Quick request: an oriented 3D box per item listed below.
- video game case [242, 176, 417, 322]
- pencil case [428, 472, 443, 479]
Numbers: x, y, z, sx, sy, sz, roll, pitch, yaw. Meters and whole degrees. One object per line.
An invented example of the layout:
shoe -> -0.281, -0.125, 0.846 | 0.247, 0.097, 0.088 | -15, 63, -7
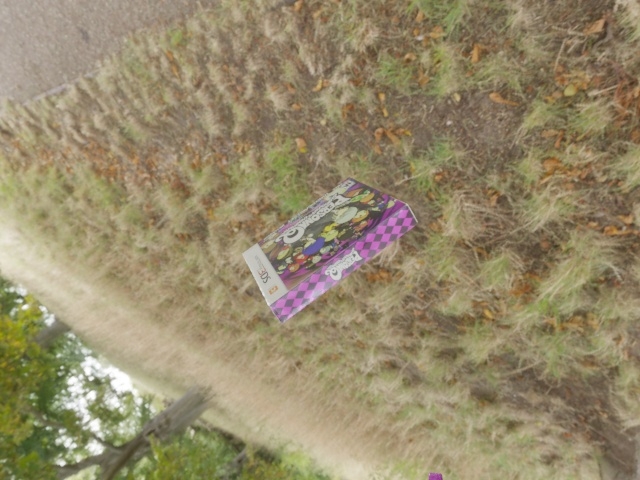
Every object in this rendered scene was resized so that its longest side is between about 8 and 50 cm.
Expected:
video game case -> 0.000, 0.000, 0.701 | 0.042, 0.232, 0.210 | 57, 175, -26
pencil case -> 0.130, 0.317, 0.454 | 0.064, 0.070, 0.152 | -15, 103, 41
